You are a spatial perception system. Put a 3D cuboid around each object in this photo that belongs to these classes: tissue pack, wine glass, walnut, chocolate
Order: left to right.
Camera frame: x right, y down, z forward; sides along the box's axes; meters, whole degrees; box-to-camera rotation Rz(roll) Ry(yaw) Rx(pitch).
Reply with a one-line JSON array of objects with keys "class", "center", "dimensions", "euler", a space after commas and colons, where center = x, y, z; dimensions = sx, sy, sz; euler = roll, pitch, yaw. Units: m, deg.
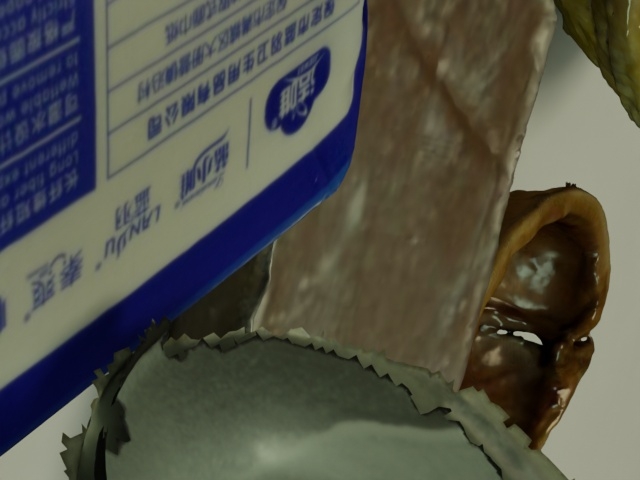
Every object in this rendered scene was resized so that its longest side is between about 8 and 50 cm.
[{"class": "tissue pack", "center": [-0.100, -0.058, 0.400], "dimensions": [0.270, 0.137, 0.209], "euler": [-41, 144, -46]}, {"class": "wine glass", "center": [-0.062, 0.156, 0.486], "dimensions": [0.321, 0.143, 0.143], "euler": [-49, 175, 39]}, {"class": "chocolate", "center": [-0.002, -0.001, 0.730], "dimensions": [0.157, 0.080, 0.254], "euler": [7, 99, -54]}, {"class": "walnut", "center": [0.071, 0.039, 0.913], "dimensions": [0.167, 0.087, 0.211], "euler": [-66, 155, 1]}]

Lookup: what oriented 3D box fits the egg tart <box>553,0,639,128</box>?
[{"class": "egg tart", "center": [0.194, -0.196, 1.028], "dimensions": [0.279, 0.095, 0.279], "euler": [13, 90, -71]}]
